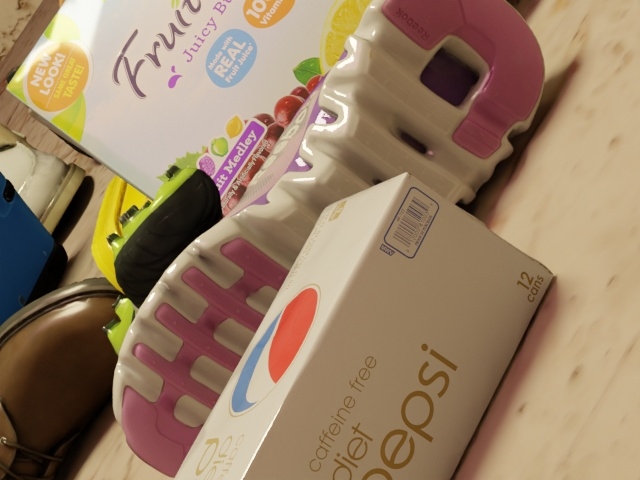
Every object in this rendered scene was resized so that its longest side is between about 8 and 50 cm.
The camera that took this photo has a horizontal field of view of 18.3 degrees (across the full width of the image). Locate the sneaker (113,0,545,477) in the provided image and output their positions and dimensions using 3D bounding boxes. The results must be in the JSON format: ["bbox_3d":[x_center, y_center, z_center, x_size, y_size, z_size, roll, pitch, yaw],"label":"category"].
[{"bbox_3d":[0.000,0.000,0.822,0.236,0.095,0.104,-54,8,-13],"label":"sneaker"}]

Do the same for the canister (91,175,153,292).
[{"bbox_3d":[-0.043,-0.053,1.080,0.170,0.073,0.126,-48,17,22],"label":"canister"}]

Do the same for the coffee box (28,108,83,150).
[{"bbox_3d":[-0.047,-0.185,1.272,0.297,0.119,0.168,-61,17,-17],"label":"coffee box"}]

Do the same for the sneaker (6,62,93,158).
[{"bbox_3d":[-0.156,-0.153,1.617,0.130,0.109,0.286,-53,19,-28],"label":"sneaker"}]

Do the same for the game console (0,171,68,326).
[{"bbox_3d":[-0.321,0.094,1.457,0.173,0.250,0.293,-12,39,30],"label":"game console"}]

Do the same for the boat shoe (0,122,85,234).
[{"bbox_3d":[-0.284,-0.043,1.730,0.113,0.103,0.302,-58,15,-8],"label":"boat shoe"}]

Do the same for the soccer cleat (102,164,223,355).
[{"bbox_3d":[-0.056,0.024,0.885,0.060,0.072,0.179,-47,-11,-23],"label":"soccer cleat"}]

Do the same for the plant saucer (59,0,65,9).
[{"bbox_3d":[-0.060,-0.175,1.103,0.200,0.037,0.200,-27,41,26],"label":"plant saucer"}]

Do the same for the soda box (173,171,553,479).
[{"bbox_3d":[-0.006,0.086,0.685,0.216,0.069,0.074,-60,16,-19],"label":"soda box"}]

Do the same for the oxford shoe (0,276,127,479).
[{"bbox_3d":[-0.167,0.114,1.136,0.227,0.083,0.096,-49,36,24],"label":"oxford shoe"}]

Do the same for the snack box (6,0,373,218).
[{"bbox_3d":[-0.026,-0.107,0.959,0.207,0.174,0.070,-54,-29,1],"label":"snack box"}]
